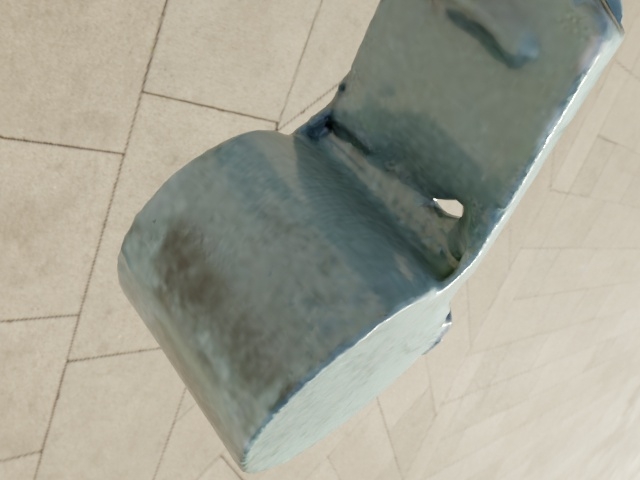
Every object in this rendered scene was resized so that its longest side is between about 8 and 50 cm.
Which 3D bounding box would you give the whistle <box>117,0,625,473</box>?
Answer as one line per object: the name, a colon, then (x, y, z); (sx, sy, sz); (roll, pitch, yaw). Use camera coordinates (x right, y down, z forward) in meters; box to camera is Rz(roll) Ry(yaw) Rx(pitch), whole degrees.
whistle: (0.024, -0.009, 0.423); (0.404, 0.168, 0.188); (-48, 156, 16)
